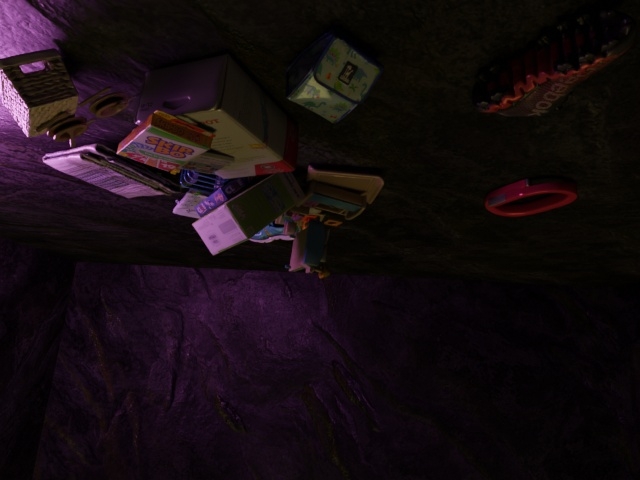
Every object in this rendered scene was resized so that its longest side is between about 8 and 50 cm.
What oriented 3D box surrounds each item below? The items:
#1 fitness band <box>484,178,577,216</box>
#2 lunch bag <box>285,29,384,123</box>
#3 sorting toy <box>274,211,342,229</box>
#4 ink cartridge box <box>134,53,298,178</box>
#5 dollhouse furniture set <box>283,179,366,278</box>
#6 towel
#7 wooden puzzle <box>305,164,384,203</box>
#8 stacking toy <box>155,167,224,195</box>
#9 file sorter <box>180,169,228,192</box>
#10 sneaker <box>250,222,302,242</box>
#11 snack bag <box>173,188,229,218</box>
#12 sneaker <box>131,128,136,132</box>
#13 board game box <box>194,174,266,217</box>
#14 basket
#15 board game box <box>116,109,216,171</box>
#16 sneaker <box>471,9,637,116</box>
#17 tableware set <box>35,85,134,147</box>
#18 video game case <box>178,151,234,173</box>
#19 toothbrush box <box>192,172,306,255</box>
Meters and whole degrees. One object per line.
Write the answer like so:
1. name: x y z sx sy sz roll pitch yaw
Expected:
1. fitness band: 0.684 -0.139 1.390 0.208 0.054 0.291 8 166 -26
2. lunch bag: 0.025 -0.311 0.801 0.128 0.096 0.151 17 146 -36
3. sorting toy: -0.082 -0.076 1.662 0.347 0.047 0.196 6 165 -10
4. ink cartridge box: -0.216 -0.260 0.959 0.226 0.131 0.306 0 164 24
5. dollhouse furniture set: 0.000 0.000 1.411 0.198 0.304 0.286 14 161 -20
6. towel: -0.662 -0.203 1.346 0.324 0.056 0.312 0 161 35
7. wooden puzzle: 0.072 -0.186 1.378 0.238 0.044 0.221 9 166 -3
8. stacking toy: -0.438 -0.207 1.392 0.167 0.052 0.221 18 164 -39
9. file sorter: -0.324 -0.215 1.218 0.118 0.105 0.170 11 163 -30
10. sneaker: -0.216 -0.063 1.857 0.275 0.107 0.110 -7 144 19
11. snack bag: -0.433 -0.121 1.748 0.323 0.037 0.342 11 164 -30
12. sneaker: -0.473 -0.255 1.189 0.084 0.058 0.152 14 158 -6
13. board game box: -0.296 -0.157 1.363 0.165 0.042 0.243 -40 -167 -34
14. basket: -0.578 -0.298 0.870 0.113 0.103 0.167 -35 -169 -35
15. board game box: -0.335 -0.205 0.901 0.124 0.039 0.259 17 163 -37
16. sneaker: 0.413 -0.295 0.744 0.135 0.098 0.276 12 166 -28
17. tableware set: -0.507 -0.266 0.933 0.194 0.039 0.128 -28 -171 4
18. video game case: -0.269 -0.181 0.985 0.087 0.011 0.122 4 171 -40
19. toothbrush box: -0.215 -0.094 1.294 0.206 0.122 0.283 -20 -163 44
